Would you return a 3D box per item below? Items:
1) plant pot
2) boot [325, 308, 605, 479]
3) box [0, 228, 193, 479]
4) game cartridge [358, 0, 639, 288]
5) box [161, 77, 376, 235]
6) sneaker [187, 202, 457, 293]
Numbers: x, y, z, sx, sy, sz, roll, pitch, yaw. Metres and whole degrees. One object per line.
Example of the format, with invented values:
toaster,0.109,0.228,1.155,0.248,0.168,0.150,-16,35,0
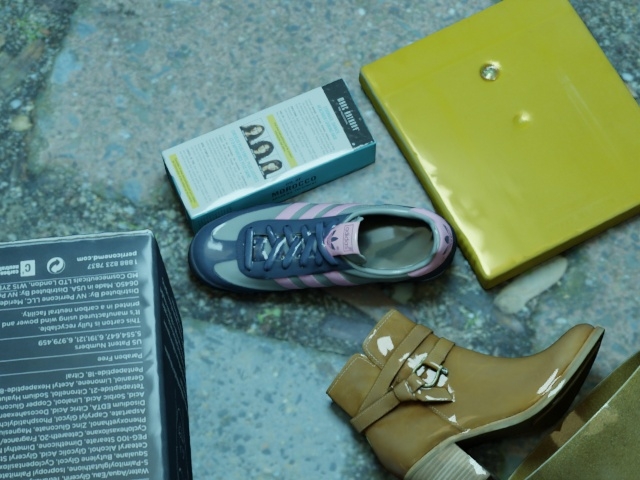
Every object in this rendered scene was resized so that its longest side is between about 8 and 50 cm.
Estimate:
plant pot,0.362,0.281,1.724,0.237,0.237,0.254,-42,84,-15
boot,0.165,0.150,1.834,0.220,0.109,0.283,42,89,22
box,-0.250,0.230,1.704,0.212,0.293,0.395,-6,67,-1
game cartridge,0.245,-0.136,1.985,0.285,0.052,0.323,-26,71,-9
box,-0.062,-0.102,1.965,0.244,0.060,0.100,-23,69,-8
sneaker,0.000,0.000,1.875,0.319,0.131,0.112,-5,83,0
